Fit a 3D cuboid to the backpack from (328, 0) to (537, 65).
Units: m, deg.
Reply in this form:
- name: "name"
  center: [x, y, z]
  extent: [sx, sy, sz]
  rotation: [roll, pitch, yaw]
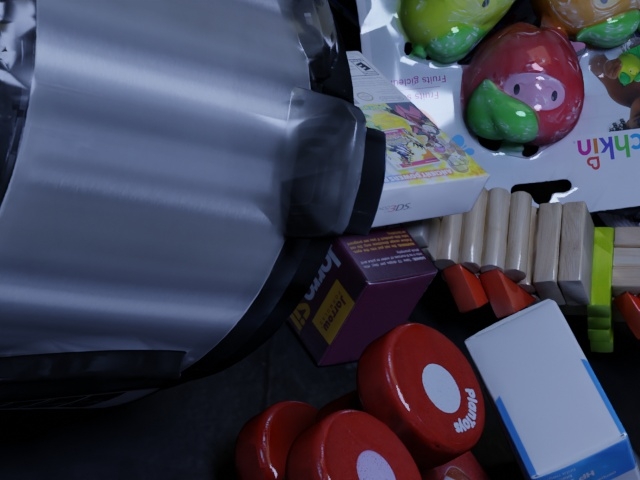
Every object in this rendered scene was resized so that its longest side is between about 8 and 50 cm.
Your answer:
- name: "backpack"
  center: [0.122, -0.305, 1.887]
  extent: [0.263, 0.276, 0.213]
  rotation: [50, 26, 21]

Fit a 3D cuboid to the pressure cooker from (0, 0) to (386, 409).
- name: "pressure cooker"
  center: [-0.179, -0.078, 1.243]
  extent: [0.420, 0.375, 0.370]
  rotation: [9, 44, -49]

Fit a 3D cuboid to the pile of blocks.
- name: "pile of blocks"
  center: [0.180, 0.036, 1.615]
  extent: [0.362, 0.149, 0.113]
  rotation: [14, 57, -8]

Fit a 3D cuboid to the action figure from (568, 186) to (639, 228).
- name: "action figure"
  center: [0.383, -0.085, 1.860]
  extent: [0.341, 0.179, 0.330]
  rotation: [-9, 52, -10]

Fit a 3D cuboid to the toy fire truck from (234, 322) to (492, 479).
- name: "toy fire truck"
  center: [0.049, 0.225, 1.261]
  extent: [0.254, 0.169, 0.302]
  rotation: [51, 34, -6]

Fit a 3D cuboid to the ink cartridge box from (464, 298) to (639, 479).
- name: "ink cartridge box"
  center: [0.190, 0.159, 1.400]
  extent: [0.082, 0.191, 0.140]
  rotation: [-24, 49, 1]

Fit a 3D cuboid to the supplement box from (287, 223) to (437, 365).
- name: "supplement box"
  center: [0.000, 0.000, 1.530]
  extent: [0.080, 0.104, 0.188]
  rotation: [-7, 50, -40]

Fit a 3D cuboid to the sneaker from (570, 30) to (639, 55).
- name: "sneaker"
  center: [0.294, -0.249, 2.024]
  extent: [0.319, 0.131, 0.112]
  rotation: [24, 34, -10]

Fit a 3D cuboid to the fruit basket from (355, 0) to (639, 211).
- name: "fruit basket"
  center: [0.195, -0.196, 1.680]
  extent: [0.327, 0.165, 0.353]
  rotation: [-6, 86, -10]

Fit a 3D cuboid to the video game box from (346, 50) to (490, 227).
- name: "video game box"
  center: [0.007, -0.083, 1.498]
  extent: [0.205, 0.048, 0.187]
  rotation: [-9, 42, -42]
